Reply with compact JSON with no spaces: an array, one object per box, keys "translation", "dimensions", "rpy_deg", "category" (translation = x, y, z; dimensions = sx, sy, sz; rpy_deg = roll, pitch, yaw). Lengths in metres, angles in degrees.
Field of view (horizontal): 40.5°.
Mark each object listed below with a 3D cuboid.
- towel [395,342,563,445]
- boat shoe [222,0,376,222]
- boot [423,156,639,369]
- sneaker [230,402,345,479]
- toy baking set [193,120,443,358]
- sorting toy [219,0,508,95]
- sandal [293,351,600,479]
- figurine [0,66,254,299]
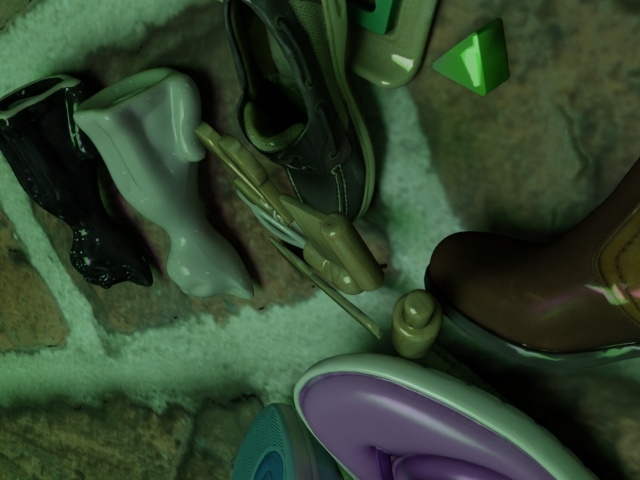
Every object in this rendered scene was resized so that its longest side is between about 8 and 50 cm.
[{"translation":[0.106,0.146,0.661],"dimensions":[0.148,0.027,0.110],"rpy_deg":[41,134,13],"category":"towel"},{"translation":[-0.019,-0.084,0.558],"dimensions":[0.080,0.073,0.223],"rpy_deg":[28,147,31],"category":"boat shoe"},{"translation":[0.168,-0.060,0.436],"dimensions":[0.264,0.096,0.280],"rpy_deg":[19,122,42],"category":"boot"},{"translation":[0.045,0.280,0.688],"dimensions":[0.127,0.208,0.319],"rpy_deg":[-54,34,33],"category":"sneaker"},{"translation":[0.005,0.004,0.572],"dimensions":[0.197,0.030,0.256],"rpy_deg":[44,172,18],"category":"toy baking set"},{"translation":[-0.005,-0.208,0.519],"dimensions":[0.348,0.047,0.196],"rpy_deg":[32,133,21],"category":"sorting toy"},{"translation":[0.144,0.233,0.600],"dimensions":[0.416,0.102,0.169],"rpy_deg":[39,135,3],"category":"sandal"},{"translation":[-0.163,-0.034,0.745],"dimensions":[0.215,0.092,0.209],"rpy_deg":[5,127,37],"category":"figurine"}]
